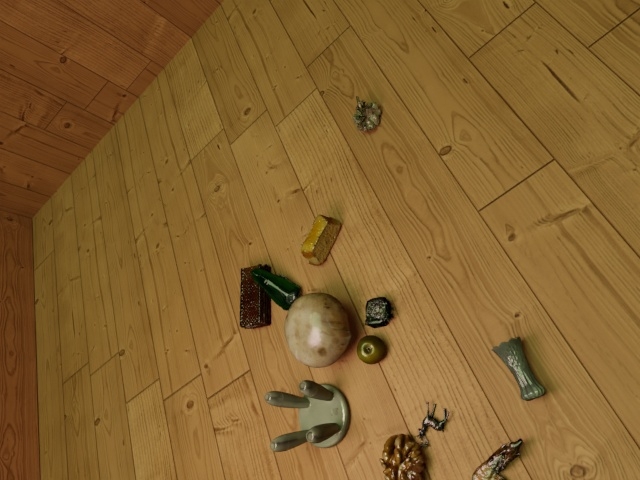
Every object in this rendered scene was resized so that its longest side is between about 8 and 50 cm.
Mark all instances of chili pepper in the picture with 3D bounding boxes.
[{"bbox_3d":[-0.169,0.173,1.769,0.216,0.062,0.108,31,94,17],"label":"chili pepper"}]

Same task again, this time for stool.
[{"bbox_3d":[-0.038,0.543,1.486,0.195,0.199,0.195,-26,62,28],"label":"stool"}]

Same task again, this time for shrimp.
[{"bbox_3d":[0.468,0.592,1.181,0.195,0.035,0.148,-55,48,18],"label":"shrimp"}]

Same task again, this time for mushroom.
[{"bbox_3d":[-0.006,0.289,1.556,0.255,0.184,0.254,-11,69,31],"label":"mushroom"}]

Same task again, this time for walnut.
[{"bbox_3d":[0.221,0.627,1.336,0.143,0.069,0.170,-29,57,43],"label":"walnut"}]

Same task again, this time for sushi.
[{"bbox_3d":[0.188,0.224,1.516,0.085,0.056,0.083,-20,56,32],"label":"sushi"}]

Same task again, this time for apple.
[{"bbox_3d":[0.156,0.337,1.487,0.090,0.074,0.089,-4,73,14],"label":"apple"}]

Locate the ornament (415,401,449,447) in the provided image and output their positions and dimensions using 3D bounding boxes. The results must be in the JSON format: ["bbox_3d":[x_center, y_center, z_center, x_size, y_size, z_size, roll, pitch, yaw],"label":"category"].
[{"bbox_3d":[0.308,0.519,1.338,0.073,0.028,0.125,18,84,40],"label":"ornament"}]

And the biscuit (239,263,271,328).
[{"bbox_3d":[-0.247,0.209,1.842,0.106,0.070,0.251,-15,65,32],"label":"biscuit"}]

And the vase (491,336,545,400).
[{"bbox_3d":[0.507,0.328,1.223,0.081,0.081,0.148,-35,61,24],"label":"vase"}]

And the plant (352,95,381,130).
[{"bbox_3d":[0.158,-0.461,1.733,0.105,0.122,0.116,-15,59,21],"label":"plant"}]

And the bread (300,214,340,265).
[{"bbox_3d":[0.000,0.000,1.704,0.065,0.103,0.187,29,89,38],"label":"bread"}]
